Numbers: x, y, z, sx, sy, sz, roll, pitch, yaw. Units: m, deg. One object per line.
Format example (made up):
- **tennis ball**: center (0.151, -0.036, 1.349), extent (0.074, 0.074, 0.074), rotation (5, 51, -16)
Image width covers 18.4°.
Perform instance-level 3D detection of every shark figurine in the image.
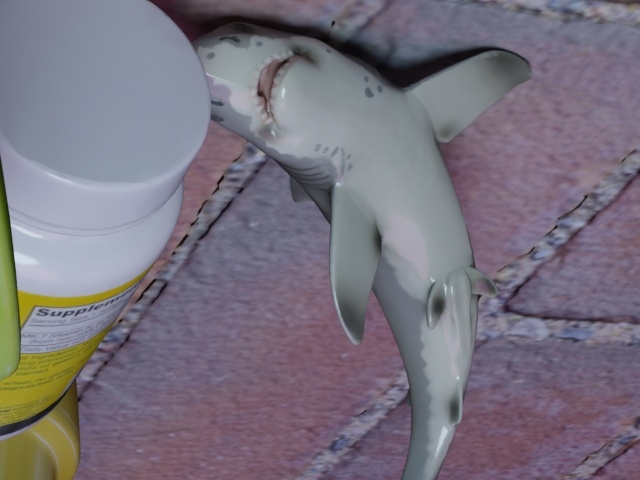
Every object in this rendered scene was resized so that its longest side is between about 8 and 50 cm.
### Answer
- **shark figurine**: center (0.018, 0.015, 0.896), extent (0.166, 0.278, 0.116), rotation (-27, -155, -33)

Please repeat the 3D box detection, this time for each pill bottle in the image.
- **pill bottle**: center (-0.126, -0.010, 0.807), extent (0.119, 0.119, 0.208), rotation (4, 148, -25)

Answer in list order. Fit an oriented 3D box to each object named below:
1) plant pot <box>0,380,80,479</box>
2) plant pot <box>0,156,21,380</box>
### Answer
- **plant pot**: center (-0.236, 0.154, 0.945), extent (0.254, 0.239, 0.254), rotation (-8, 151, -4)
- **plant pot**: center (-0.212, -0.082, 0.551), extent (0.228, 0.207, 0.227), rotation (-7, 152, -7)
